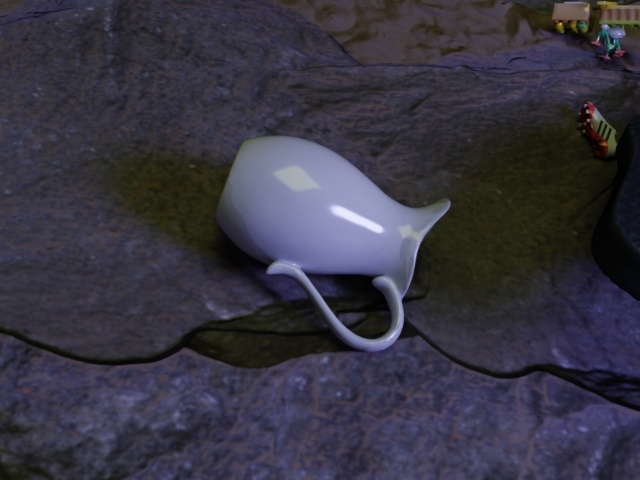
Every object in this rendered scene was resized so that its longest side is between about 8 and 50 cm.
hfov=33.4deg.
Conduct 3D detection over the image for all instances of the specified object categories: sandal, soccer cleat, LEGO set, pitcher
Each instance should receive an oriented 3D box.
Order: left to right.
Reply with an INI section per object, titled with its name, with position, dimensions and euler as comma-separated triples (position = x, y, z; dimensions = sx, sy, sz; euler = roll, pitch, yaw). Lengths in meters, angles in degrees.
[pitcher]
position = 0.000, 0.000, 1.017
dimensions = 0.207, 0.125, 0.178
euler = 22, 61, -2
[soccer cleat]
position = 0.326, -0.129, 1.241
dimensions = 0.035, 0.029, 0.083
euler = 3, 48, -18
[LEGO set]
position = 0.440, -0.247, 1.347
dimensions = 0.286, 0.107, 0.132
euler = 0, 11, -1
[sandal]
position = 0.343, -0.024, 1.049
dimensions = 0.167, 0.107, 0.445
euler = 32, 32, 14
